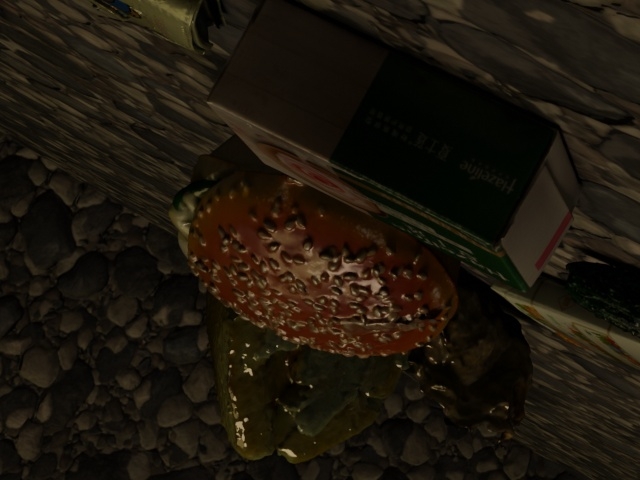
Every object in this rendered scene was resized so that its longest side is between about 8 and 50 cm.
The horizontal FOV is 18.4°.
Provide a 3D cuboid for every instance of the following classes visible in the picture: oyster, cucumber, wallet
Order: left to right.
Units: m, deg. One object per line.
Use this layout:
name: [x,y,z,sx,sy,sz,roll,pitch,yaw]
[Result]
wallet: [-0.137,-0.169,1.233,0.155,0.039,0.110,29,173,7]
oyster: [0.067,0.069,1.908,0.337,0.133,0.198,31,177,-1]
cucumber: [0.264,0.065,1.335,0.256,0.043,0.044,26,169,37]

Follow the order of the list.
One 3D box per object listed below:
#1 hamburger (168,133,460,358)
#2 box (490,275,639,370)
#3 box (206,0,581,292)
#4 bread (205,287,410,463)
hamburger: [0.003,0.003,1.478,0.237,0.147,0.237,29,163,10]
box: [0.251,0.081,1.601,0.122,0.032,0.220,33,172,-40]
box: [0.046,-0.055,1.158,0.199,0.081,0.135,29,175,19]
bread: [-0.003,0.065,1.672,0.186,0.257,0.124,9,-170,-18]
